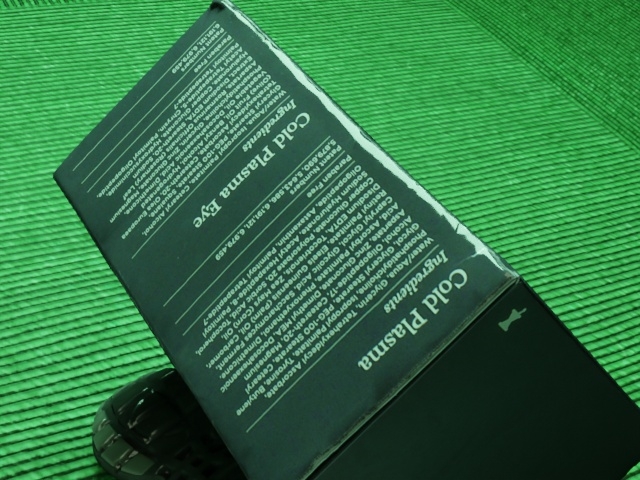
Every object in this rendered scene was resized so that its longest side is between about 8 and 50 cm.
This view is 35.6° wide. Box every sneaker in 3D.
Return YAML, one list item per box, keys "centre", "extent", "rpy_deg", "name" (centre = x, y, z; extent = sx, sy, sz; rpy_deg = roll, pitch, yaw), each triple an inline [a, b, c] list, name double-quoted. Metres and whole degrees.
- centre: [-0.081, 0.183, 0.726]
  extent: [0.101, 0.106, 0.267]
  rpy_deg: [-36, 35, -22]
  name: "sneaker"

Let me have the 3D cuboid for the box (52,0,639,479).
- centre: [0.035, 0.051, 0.705]
  extent: [0.312, 0.179, 0.343]
  rpy_deg: [48, 6, 39]
  name: "box"
